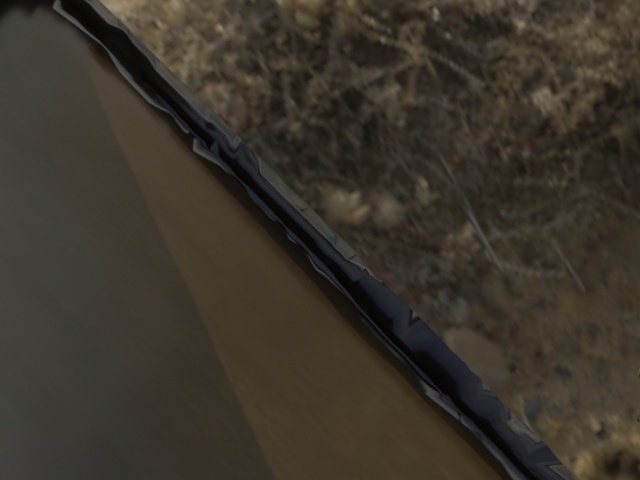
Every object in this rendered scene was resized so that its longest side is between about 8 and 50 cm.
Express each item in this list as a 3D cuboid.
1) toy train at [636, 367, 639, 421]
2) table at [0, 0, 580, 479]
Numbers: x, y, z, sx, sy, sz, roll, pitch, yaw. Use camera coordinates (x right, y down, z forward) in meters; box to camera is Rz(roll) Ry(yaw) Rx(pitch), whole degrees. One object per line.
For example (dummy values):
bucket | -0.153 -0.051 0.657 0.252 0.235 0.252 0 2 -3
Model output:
toy train | 0.348 0.056 1.354 0.145 0.201 0.266 24 45 14
table | 0.000 0.000 0.291 0.250 0.196 0.282 47 123 8
